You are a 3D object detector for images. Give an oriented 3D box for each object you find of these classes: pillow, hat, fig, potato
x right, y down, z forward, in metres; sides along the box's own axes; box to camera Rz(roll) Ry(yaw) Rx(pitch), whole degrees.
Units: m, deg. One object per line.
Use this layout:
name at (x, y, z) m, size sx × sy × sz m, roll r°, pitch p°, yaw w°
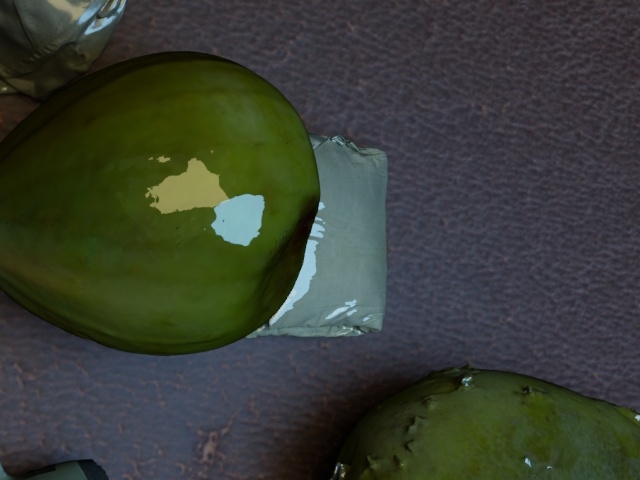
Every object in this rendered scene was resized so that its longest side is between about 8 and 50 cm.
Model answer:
pillow at (0.000, 0.000, 1.104) m, size 0.134 × 0.078 × 0.181 m, roll 8°, pitch 83°, yaw -33°
hat at (-0.279, -0.217, 0.974) m, size 0.245 × 0.149 × 0.214 m, roll -8°, pitch 89°, yaw -35°
fig at (-0.139, -0.029, 0.959) m, size 0.271 × 0.239 × 0.239 m, roll -2°, pitch 87°, yaw -30°
potato at (0.169, 0.231, 1.094) m, size 0.359 × 0.219 × 0.269 m, roll -9°, pitch 99°, yaw -31°

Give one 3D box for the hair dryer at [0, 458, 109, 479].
hair dryer at (-0.301, 0.211, 0.972) m, size 0.225 × 0.088 × 0.219 m, roll 40°, pitch 76°, yaw -3°
